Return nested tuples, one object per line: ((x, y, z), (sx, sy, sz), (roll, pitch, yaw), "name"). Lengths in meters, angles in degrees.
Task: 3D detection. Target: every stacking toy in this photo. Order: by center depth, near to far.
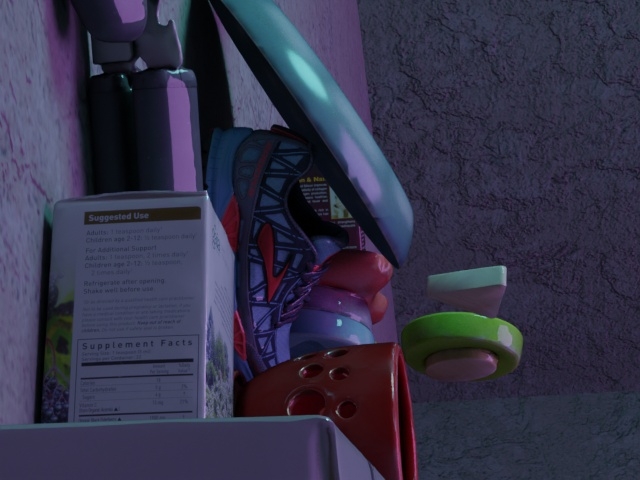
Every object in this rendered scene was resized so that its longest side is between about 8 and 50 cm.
((0.065, 0.132, 1.726), (0.309, 0.279, 0.130), (72, 21, -63), "stacking toy")

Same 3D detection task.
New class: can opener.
((-0.129, -0.084, 1.053), (0.095, 0.076, 0.284), (-7, 95, -52), "can opener")

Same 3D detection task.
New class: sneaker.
((-0.035, 0.024, 1.496), (0.104, 0.125, 0.262), (-79, 164, -64), "sneaker")

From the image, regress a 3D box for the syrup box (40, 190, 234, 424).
((-0.102, 0.097, 0.948), (0.093, 0.096, 0.237), (76, 11, -66), "syrup box")

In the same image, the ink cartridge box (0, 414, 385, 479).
((-0.076, 0.142, 0.607), (0.289, 0.211, 0.122), (65, 23, -75), "ink cartridge box")

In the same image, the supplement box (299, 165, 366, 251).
((0.000, 0.000, 1.959), (0.081, 0.104, 0.188), (-36, 123, -84), "supplement box")

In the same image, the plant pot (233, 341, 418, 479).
((-0.008, 0.186, 1.423), (0.191, 0.174, 0.191), (-3, 90, -84), "plant pot")

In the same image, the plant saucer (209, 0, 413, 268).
((-0.002, -0.115, 1.541), (0.318, 0.043, 0.317), (56, -1, 2), "plant saucer")
